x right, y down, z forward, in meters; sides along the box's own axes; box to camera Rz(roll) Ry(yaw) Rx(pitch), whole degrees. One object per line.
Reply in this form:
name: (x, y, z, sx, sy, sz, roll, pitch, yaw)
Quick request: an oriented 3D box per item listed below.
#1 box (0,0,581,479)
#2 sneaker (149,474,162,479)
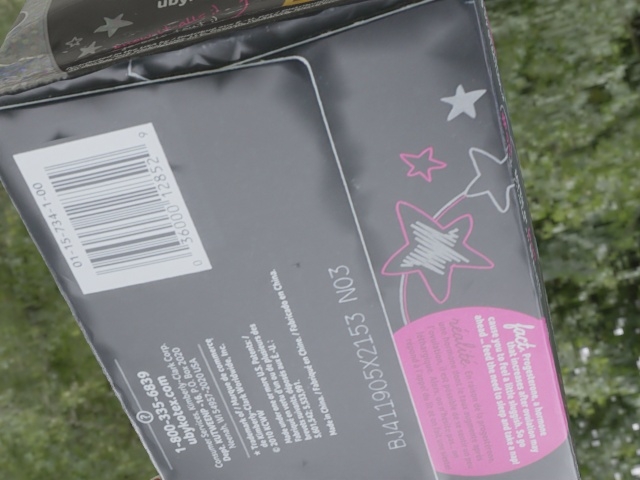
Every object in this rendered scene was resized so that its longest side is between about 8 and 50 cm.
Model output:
box: (0.000, 0.000, 0.429, 0.163, 0.247, 0.142, -12, -146, 11)
sneaker: (-0.088, 0.186, 0.729, 0.225, 0.088, 0.092, -18, -179, 38)
